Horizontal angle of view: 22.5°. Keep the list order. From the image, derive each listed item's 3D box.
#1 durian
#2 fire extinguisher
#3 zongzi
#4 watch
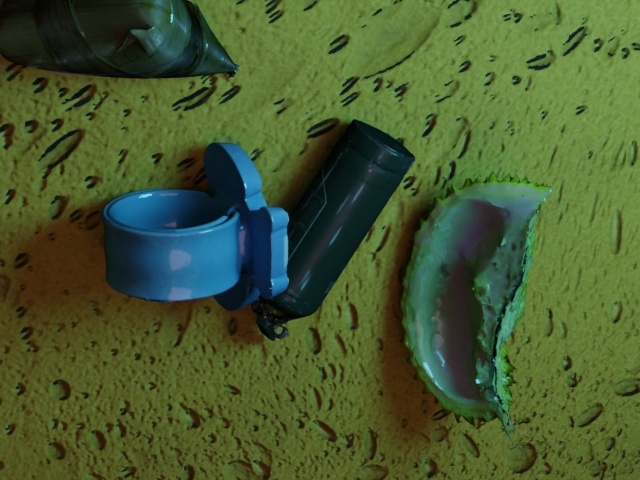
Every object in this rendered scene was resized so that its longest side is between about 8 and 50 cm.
[{"bbox_3d":[0.195,0.067,2.036,0.158,0.169,0.352,2,115,-15],"label":"durian"},{"bbox_3d":[0.000,0.000,2.006,0.095,0.114,0.311,37,103,15],"label":"fire extinguisher"},{"bbox_3d":[-0.235,-0.230,1.857,0.221,0.242,0.112,-2,78,19],"label":"zongzi"},{"bbox_3d":[-0.158,0.001,1.913,0.193,0.211,0.211,-12,118,-28],"label":"watch"}]
